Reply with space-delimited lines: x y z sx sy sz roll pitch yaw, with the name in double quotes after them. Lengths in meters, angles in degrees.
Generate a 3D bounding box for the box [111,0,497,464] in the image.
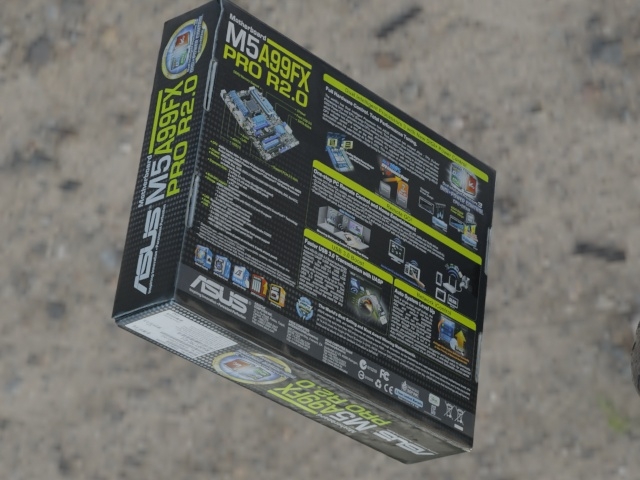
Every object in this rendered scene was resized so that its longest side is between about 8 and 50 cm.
0.000 0.000 1.279 0.060 0.216 0.270 -20 144 41 "box"

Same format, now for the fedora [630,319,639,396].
0.374 0.037 1.371 0.334 0.334 0.152 -36 106 27 "fedora"
